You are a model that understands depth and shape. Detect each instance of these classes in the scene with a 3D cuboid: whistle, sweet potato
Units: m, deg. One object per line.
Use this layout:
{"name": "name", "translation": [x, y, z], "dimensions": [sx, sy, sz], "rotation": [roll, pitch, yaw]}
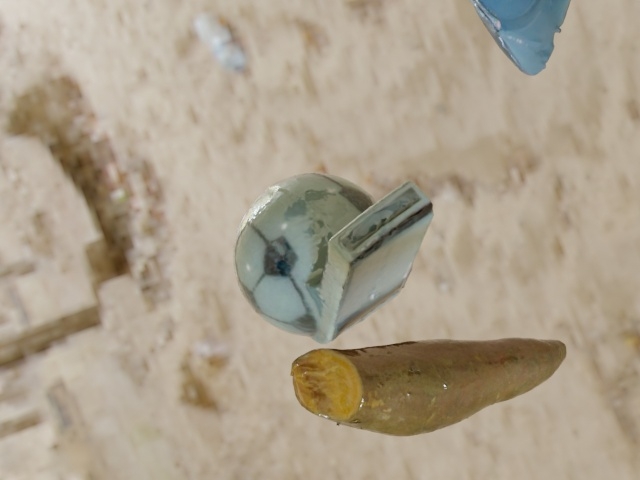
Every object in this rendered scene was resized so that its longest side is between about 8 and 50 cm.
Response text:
{"name": "whistle", "translation": [0.000, 0.000, 1.625], "dimensions": [0.290, 0.163, 0.163], "rotation": [106, 141, -64]}
{"name": "sweet potato", "translation": [0.090, 0.112, 1.380], "dimensions": [0.077, 0.243, 0.077], "rotation": [-1, 89, 58]}

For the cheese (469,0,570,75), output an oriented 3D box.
{"name": "cheese", "translation": [0.139, -0.207, 0.951], "dimensions": [0.135, 0.245, 0.052], "rotation": [49, 153, -23]}
